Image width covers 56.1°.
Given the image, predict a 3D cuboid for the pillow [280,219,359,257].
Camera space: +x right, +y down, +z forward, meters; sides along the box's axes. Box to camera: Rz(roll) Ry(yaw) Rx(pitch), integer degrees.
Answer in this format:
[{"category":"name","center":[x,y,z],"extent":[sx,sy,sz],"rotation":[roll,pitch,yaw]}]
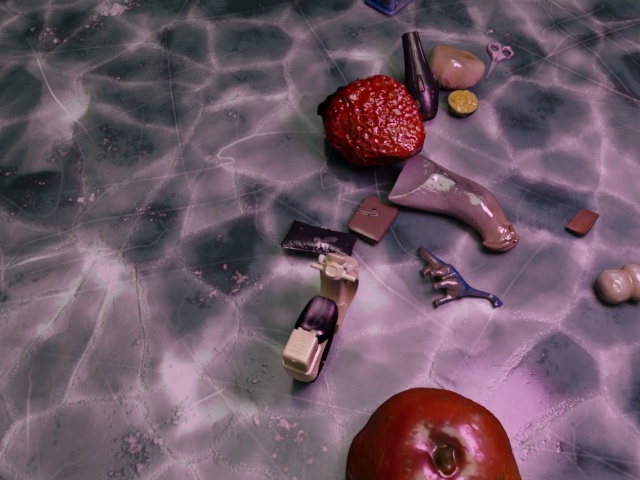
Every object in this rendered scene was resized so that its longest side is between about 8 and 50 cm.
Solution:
[{"category":"pillow","center":[0.000,0.000,1.763],"extent":[0.208,0.055,0.141],"rotation":[12,35,9]}]

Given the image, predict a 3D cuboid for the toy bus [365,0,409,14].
[{"category":"toy bus","center":[0.317,-1.033,2.297],"extent":[0.152,0.190,0.312],"rotation":[39,67,20]}]

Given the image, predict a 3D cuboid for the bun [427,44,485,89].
[{"category":"bun","center":[0.460,-0.585,2.067],"extent":[0.193,0.128,0.178],"rotation":[11,32,-9]}]

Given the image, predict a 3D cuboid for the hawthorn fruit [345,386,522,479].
[{"category":"hawthorn fruit","center":[0.249,0.498,1.294],"extent":[0.402,0.403,0.403],"rotation":[0,60,1]}]

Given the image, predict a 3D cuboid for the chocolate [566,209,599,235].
[{"category":"chocolate","center":[0.788,-0.051,1.806],"extent":[0.064,0.031,0.100],"rotation":[26,58,35]}]

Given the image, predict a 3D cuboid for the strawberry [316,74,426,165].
[{"category":"strawberry","center":[0.173,-0.345,1.862],"extent":[0.291,0.292,0.310],"rotation":[-27,79,-14]}]

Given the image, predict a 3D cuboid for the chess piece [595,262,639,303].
[{"category":"chess piece","center":[0.889,0.110,1.662],"extent":[0.243,0.133,0.133],"rotation":[-12,60,0]}]

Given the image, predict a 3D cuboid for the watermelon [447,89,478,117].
[{"category":"watermelon","center":[0.476,-0.456,2.030],"extent":[0.105,0.062,0.106],"rotation":[3,61,-6]}]

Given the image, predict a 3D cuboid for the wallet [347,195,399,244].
[{"category":"wallet","center":[0.159,-0.067,1.818],"extent":[0.117,0.039,0.153],"rotation":[25,59,14]}]

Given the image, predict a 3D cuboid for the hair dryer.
[{"category":"hair dryer","center":[0.213,-0.521,2.027],"extent":[0.359,0.120,0.304],"rotation":[-15,92,9]}]

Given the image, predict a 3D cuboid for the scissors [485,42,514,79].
[{"category":"scissors","center":[0.628,-0.644,2.166],"extent":[0.100,0.015,0.189],"rotation":[24,64,12]}]

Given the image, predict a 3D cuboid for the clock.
[{"category":"clock","center":[0.014,0.178,1.553],"extent":[0.120,0.276,0.379],"rotation":[17,65,12]}]

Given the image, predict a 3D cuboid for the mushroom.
[{"category":"mushroom","center":[0.415,-0.106,1.794],"extent":[0.396,0.126,0.177],"rotation":[26,73,15]}]

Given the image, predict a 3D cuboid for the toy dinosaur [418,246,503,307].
[{"category":"toy dinosaur","center":[0.390,0.099,1.721],"extent":[0.188,0.075,0.248],"rotation":[-10,54,-16]}]
